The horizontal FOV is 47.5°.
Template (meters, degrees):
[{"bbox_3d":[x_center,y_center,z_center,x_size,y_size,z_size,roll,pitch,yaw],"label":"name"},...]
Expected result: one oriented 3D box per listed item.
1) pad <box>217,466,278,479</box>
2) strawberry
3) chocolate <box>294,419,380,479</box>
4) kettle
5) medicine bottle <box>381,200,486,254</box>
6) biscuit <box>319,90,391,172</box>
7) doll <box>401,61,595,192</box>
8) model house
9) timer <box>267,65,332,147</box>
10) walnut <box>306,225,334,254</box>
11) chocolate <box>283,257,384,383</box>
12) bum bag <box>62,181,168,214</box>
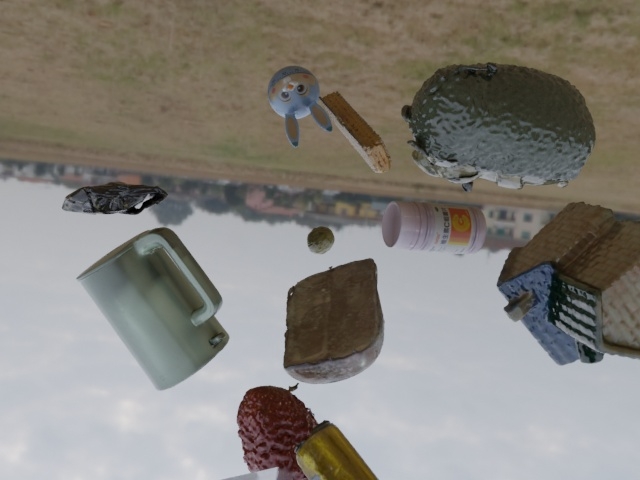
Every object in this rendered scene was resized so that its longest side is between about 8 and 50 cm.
[{"bbox_3d":[-0.218,0.631,1.807,0.231,0.157,0.004,-7,-141,-20],"label":"pad"},{"bbox_3d":[-0.112,0.609,2.310,0.291,0.344,0.292,-5,-169,1],"label":"strawberry"},{"bbox_3d":[0.112,0.693,1.940,0.162,0.162,0.445,2,-144,-51],"label":"chocolate"},{"bbox_3d":[-0.361,0.149,1.616,0.205,0.318,0.265,-37,-169,-25],"label":"kettle"},{"bbox_3d":[0.298,-0.034,1.912,0.249,0.134,0.133,5,-176,-18],"label":"medicine bottle"},{"bbox_3d":[0.091,-0.289,1.900,0.054,0.094,0.379,-31,-145,1],"label":"biscuit"},{"bbox_3d":[0.305,-0.194,1.278,0.349,0.248,0.247,7,-177,-33],"label":"doll"},{"bbox_3d":[0.747,0.172,1.990,0.400,0.395,0.445,-38,-165,-5],"label":"model house"},{"bbox_3d":[-0.071,-0.414,2.139,0.175,0.175,0.255,5,-146,-17],"label":"timer"},{"bbox_3d":[0.000,0.000,2.165,0.092,0.092,0.092,7,-176,0],"label":"walnut"},{"bbox_3d":[0.032,0.152,1.337,0.185,0.101,0.303,-20,-151,12],"label":"chocolate"},{"bbox_3d":[-0.432,-0.088,1.516,0.102,0.069,0.248,-1,180,33],"label":"bum bag"}]
